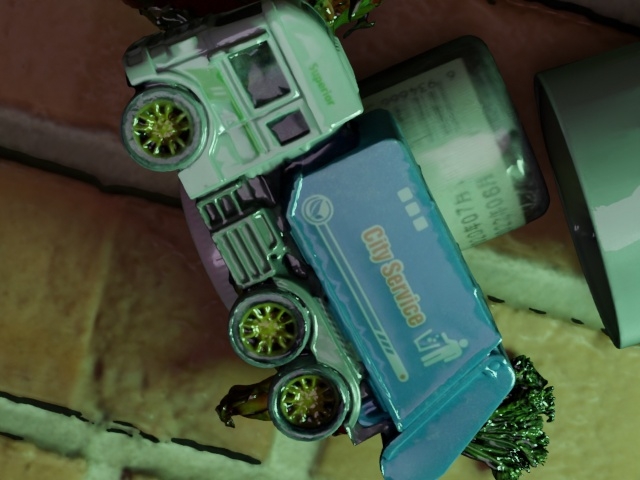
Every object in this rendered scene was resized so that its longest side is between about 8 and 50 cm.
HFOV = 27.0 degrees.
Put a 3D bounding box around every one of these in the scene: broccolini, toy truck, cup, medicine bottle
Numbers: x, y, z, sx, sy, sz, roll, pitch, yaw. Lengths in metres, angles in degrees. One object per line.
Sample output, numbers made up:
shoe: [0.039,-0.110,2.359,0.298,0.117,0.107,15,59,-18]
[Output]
broccolini: [0.101,0.123,1.213,0.271,0.062,0.123,32,95,-7]
toy truck: [0.000,0.000,0.950,0.175,0.146,0.367,-27,105,5]
cup: [0.367,-0.042,1.079,0.326,0.237,0.323,-17,137,5]
medicine bottle: [0.036,-0.045,1.093,0.273,0.165,0.165,-23,107,9]

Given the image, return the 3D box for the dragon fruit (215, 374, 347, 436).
dragon fruit: [0.010,0.114,1.147,0.246,0.125,0.125,-22,107,21]

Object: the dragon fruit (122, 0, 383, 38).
dragon fruit: [-0.015,-0.219,1.032,0.269,0.198,0.200,22,86,-16]
